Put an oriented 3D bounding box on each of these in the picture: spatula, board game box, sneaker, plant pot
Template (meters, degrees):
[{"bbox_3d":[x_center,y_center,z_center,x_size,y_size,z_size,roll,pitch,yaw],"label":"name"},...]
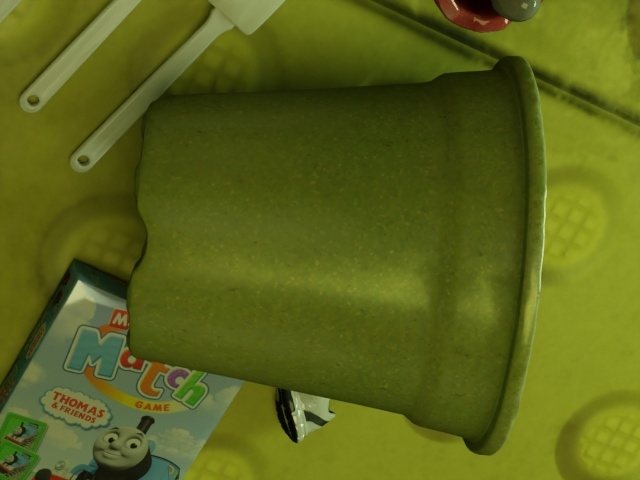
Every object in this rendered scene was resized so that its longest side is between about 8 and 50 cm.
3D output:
[{"bbox_3d":[-0.134,-0.170,1.033,0.242,0.019,0.168,-43,119,12],"label":"spatula"},{"bbox_3d":[-0.168,0.136,1.162,0.160,0.039,0.211,25,107,-24],"label":"board game box"},{"bbox_3d":[-0.016,0.107,1.192,0.044,0.040,0.109,-23,124,-21],"label":"sneaker"},{"bbox_3d":[0.000,0.000,1.031,0.254,0.276,0.276,5,115,-5],"label":"plant pot"}]

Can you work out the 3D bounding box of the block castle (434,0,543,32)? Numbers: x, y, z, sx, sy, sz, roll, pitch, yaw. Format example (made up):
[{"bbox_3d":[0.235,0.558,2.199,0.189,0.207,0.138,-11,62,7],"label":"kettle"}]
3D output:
[{"bbox_3d":[0.062,-0.349,0.821,0.303,0.213,0.453,5,125,-28],"label":"block castle"}]
